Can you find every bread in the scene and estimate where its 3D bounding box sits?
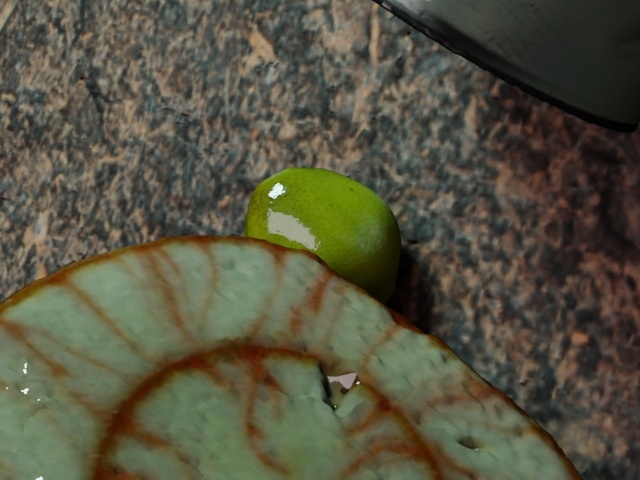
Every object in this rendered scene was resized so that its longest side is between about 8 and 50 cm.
[{"bbox_3d":[-0.025,0.137,0.754,0.327,0.295,0.114,31,131,10],"label":"bread"}]

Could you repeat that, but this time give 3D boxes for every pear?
[{"bbox_3d":[0.000,0.000,0.901,0.092,0.097,0.092,-23,29,14],"label":"pear"}]

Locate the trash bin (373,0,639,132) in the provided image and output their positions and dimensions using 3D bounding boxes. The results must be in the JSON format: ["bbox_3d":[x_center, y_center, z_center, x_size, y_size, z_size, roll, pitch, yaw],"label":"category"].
[{"bbox_3d":[0.131,-0.218,0.749,0.262,0.277,0.217,-59,12,18],"label":"trash bin"}]
